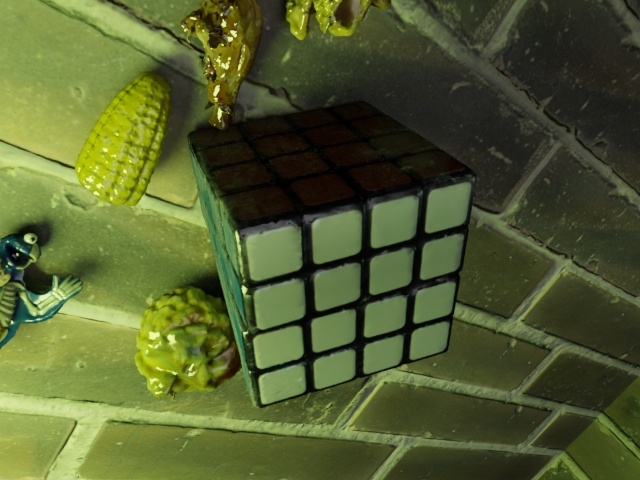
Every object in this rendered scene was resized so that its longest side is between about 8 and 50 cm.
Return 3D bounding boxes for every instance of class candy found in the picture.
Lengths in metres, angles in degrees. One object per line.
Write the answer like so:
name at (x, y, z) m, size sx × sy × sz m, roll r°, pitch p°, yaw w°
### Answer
candy at (-0.281, -0.156, 0.721) m, size 0.106 × 0.094 × 0.199 m, roll 22°, pitch 103°, yaw -34°

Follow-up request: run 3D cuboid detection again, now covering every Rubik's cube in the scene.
Rubik's cube at (0.000, 0.000, 0.797) m, size 0.344 × 0.344 × 0.337 m, roll -13°, pitch 127°, yaw -15°

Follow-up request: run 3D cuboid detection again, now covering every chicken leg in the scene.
chicken leg at (-0.146, -0.264, 0.712) m, size 0.101 × 0.085 × 0.207 m, roll -21°, pitch 137°, yaw -45°

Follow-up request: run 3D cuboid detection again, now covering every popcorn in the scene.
popcorn at (-0.244, 0.193, 0.926) m, size 0.218 × 0.169 × 0.189 m, roll 34°, pitch 97°, yaw -27°

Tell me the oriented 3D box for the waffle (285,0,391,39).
waffle at (-0.006, -0.428, 0.601) m, size 0.261 × 0.151 × 0.324 m, roll -50°, pitch 143°, yaw 8°

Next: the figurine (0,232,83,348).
figurine at (-0.527, 0.098, 0.770) m, size 0.262 × 0.121 × 0.164 m, roll -50°, pitch 137°, yaw -9°
